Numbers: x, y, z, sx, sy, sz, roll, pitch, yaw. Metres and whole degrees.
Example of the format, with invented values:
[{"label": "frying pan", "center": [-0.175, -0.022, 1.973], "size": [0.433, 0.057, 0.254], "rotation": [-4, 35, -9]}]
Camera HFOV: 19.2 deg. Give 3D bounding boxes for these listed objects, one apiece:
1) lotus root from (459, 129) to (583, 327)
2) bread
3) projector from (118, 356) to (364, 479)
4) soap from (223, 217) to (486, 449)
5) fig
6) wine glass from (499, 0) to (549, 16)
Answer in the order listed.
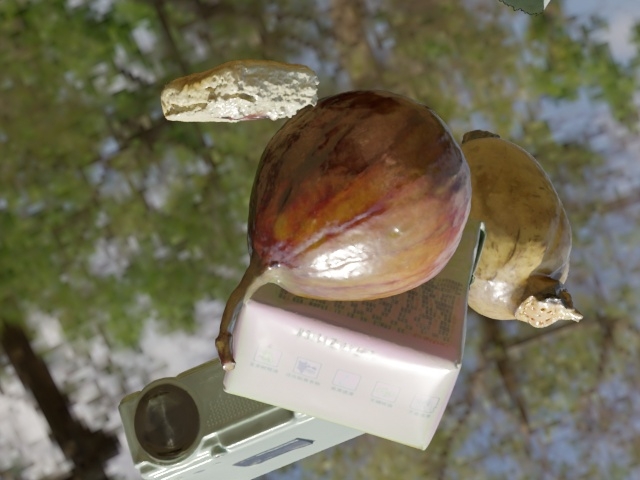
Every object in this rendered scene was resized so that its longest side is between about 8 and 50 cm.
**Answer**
[{"label": "lotus root", "center": [0.191, -0.008, 2.030], "size": [0.140, 0.154, 0.257], "rotation": [-7, -131, -10]}, {"label": "bread", "center": [-0.051, -0.089, 1.153], "size": [0.083, 0.035, 0.070], "rotation": [-8, 175, 42]}, {"label": "projector", "center": [-0.047, 0.166, 1.884], "size": [0.257, 0.099, 0.192], "rotation": [-23, 161, 19]}, {"label": "soap", "center": [0.030, 0.058, 1.664], "size": [0.199, 0.138, 0.182], "rotation": [17, -136, -4]}, {"label": "fig", "center": [0.008, -0.023, 1.323], "size": [0.202, 0.148, 0.149], "rotation": [-20, -171, 11]}, {"label": "wine glass", "center": [0.251, -0.337, 1.982], "size": [0.202, 0.093, 0.093], "rotation": [-55, -149, -12]}]
